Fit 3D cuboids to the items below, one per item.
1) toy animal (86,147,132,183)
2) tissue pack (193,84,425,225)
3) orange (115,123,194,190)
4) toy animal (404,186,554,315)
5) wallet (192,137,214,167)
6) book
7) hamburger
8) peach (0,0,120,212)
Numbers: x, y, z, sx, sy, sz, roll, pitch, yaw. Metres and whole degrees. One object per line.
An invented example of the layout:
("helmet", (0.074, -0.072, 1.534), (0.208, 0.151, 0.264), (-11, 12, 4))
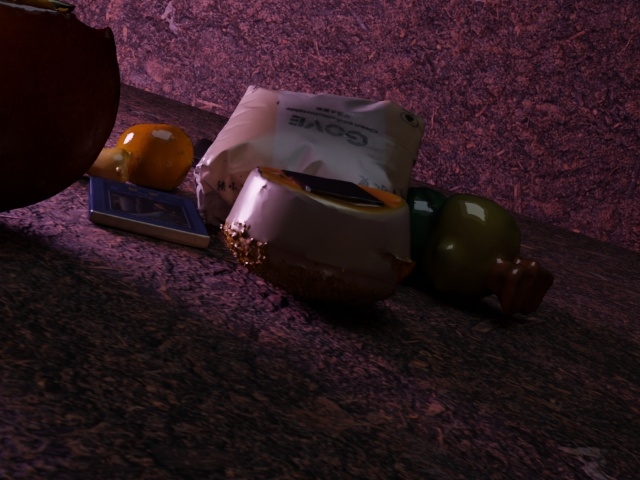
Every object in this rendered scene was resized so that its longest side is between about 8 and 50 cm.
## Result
("toy animal", (-0.431, -0.147, 1.775), (0.159, 0.070, 0.083), (13, 13, 0))
("tissue pack", (-0.013, -0.137, 1.754), (0.376, 0.195, 0.390), (9, 40, 5))
("orange", (-0.322, -0.162, 1.879), (0.155, 0.134, 0.154), (-2, -2, 0))
("toy animal", (0.247, 0.005, 1.754), (0.338, 0.191, 0.216), (23, 13, 28))
("wallet", (-0.242, -0.194, 2.369), (0.165, 0.042, 0.309), (19, 12, -4))
("book", (-0.292, -0.051, 1.613), (0.191, 0.025, 0.269), (14, 12, -16))
("hamburger", (0.000, 0.000, 1.431), (0.294, 0.179, 0.276), (10, 10, -21))
("peach", (-0.477, -0.187, 1.271), (0.406, 0.310, 0.335), (6, 10, -20))
